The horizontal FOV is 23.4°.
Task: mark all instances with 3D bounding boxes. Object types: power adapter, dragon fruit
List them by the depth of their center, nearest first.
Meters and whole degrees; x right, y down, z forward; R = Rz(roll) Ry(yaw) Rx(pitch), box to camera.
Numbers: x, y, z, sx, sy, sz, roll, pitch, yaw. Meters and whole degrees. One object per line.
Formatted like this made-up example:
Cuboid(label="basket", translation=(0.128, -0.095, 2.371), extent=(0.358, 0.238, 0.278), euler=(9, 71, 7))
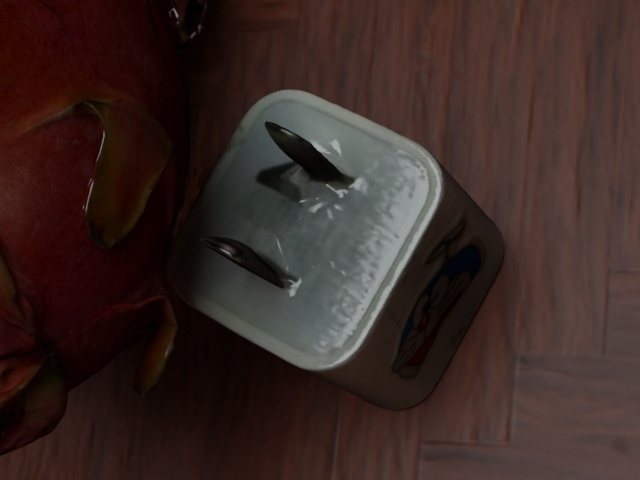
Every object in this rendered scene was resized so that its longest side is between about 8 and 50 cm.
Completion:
Cuboid(label="dragon fruit", translation=(-0.170, -0.053, 0.744), extent=(0.250, 0.250, 0.315), euler=(-33, 38, 9))
Cuboid(label="power adapter", translation=(0.000, 0.000, 0.803), extent=(0.125, 0.205, 0.130), euler=(28, 88, 25))

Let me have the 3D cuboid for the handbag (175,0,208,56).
Cuboid(label="handbag", translation=(-0.163, -0.171, 0.931), extent=(0.205, 0.116, 0.179), euler=(-2, 40, 13))
